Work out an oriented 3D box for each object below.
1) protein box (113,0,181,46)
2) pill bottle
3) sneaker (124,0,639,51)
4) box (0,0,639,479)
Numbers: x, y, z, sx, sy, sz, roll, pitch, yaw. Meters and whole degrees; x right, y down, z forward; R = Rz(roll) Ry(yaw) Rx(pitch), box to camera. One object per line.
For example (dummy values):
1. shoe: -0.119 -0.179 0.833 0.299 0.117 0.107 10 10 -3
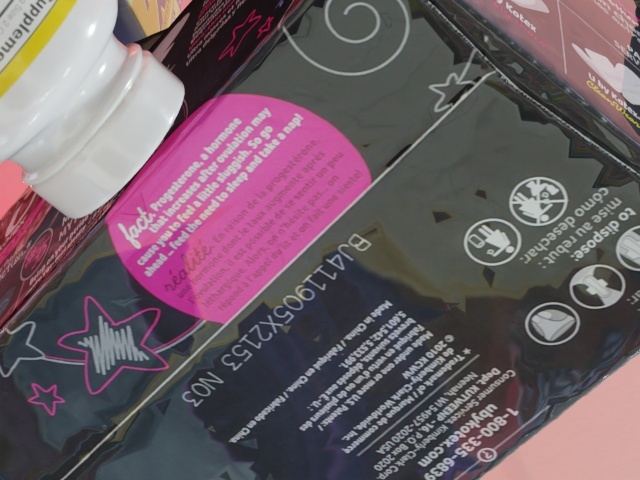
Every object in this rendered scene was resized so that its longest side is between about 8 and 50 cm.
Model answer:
1. protein box: -0.190 -0.188 0.879 0.199 0.201 0.136 4 -99 4
2. pill bottle: -0.093 -0.058 0.383 0.065 0.065 0.116 -38 -65 26
3. sneaker: 0.068 -0.053 0.699 0.482 0.202 0.185 -10 -103 37
4. box: 0.000 0.000 0.533 0.163 0.142 0.247 36 -60 -18
